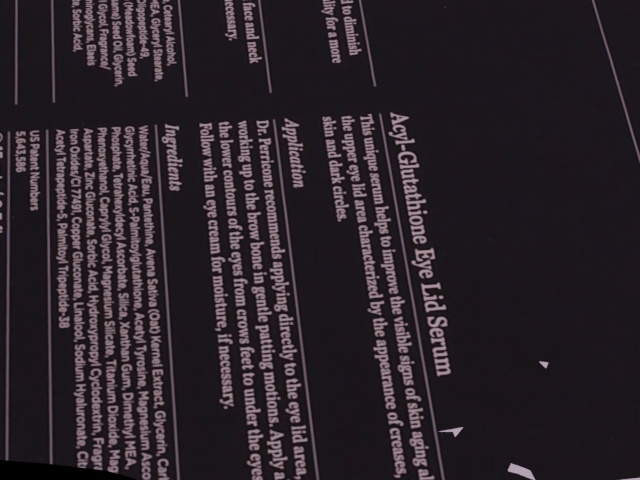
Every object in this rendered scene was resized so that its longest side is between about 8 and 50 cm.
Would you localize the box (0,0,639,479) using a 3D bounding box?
[{"bbox_3d":[0.000,0.000,0.484,0.184,0.103,0.261,-5,48,-3],"label":"box"}]

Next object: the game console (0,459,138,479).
[{"bbox_3d":[-0.183,0.059,0.372,0.361,0.044,0.213,0,36,31],"label":"game console"}]
